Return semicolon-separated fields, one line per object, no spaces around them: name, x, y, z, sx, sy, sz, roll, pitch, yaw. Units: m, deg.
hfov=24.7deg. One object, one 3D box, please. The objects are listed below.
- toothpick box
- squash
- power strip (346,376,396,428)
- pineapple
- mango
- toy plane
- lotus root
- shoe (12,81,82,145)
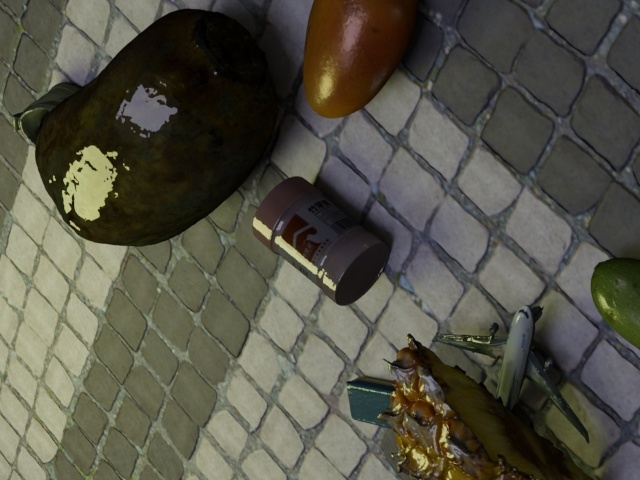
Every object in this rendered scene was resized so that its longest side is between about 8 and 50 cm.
toothpick box;0.000;0.000;1.816;0.149;0.098;0.098;39;132;25
squash;0.356;0.081;1.505;0.188;0.095;0.095;33;129;36
power strip;0.086;0.211;1.875;0.123;0.032;0.056;6;112;44
pineapple;0.182;0.278;1.629;0.334;0.158;0.161;40;103;-19
mango;0.032;-0.231;1.673;0.141;0.102;0.217;48;133;28
toy plane;0.223;0.148;1.685;0.226;0.058;0.226;33;134;24
lotus root;-0.196;-0.147;1.851;0.346;0.250;0.250;-41;78;43
shoe;-0.328;-0.134;2.090;0.275;0.098;0.103;29;131;32
